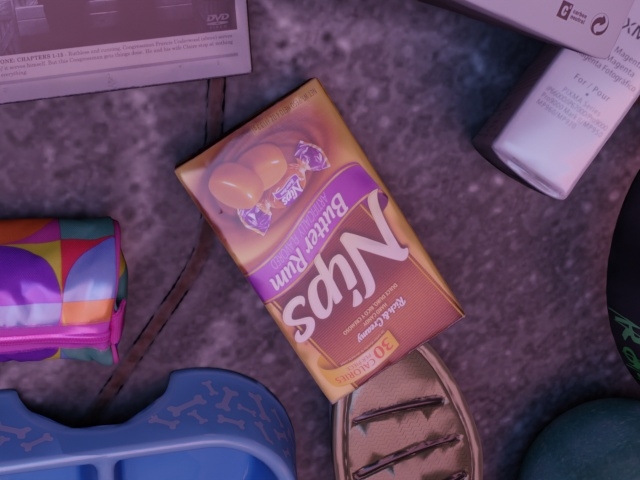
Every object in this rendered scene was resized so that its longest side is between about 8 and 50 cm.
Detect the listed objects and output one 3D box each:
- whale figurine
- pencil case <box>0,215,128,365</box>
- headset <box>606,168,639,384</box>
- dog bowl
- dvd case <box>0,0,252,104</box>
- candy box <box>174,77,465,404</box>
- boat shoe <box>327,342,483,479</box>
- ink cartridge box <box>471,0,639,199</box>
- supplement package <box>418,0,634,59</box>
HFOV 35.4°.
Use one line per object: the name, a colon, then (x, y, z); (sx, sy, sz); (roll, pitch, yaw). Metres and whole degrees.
whale figurine: (0.273, 0.199, 0.830); (0.272, 0.141, 0.216); (-2, 139, -39)
pencil case: (-0.235, 0.037, 0.607); (0.236, 0.104, 0.104); (-4, 113, -17)
headset: (0.377, -0.035, 0.720); (0.394, 0.185, 0.243); (-49, 118, -12)
dog bowl: (-0.152, 0.187, 0.709); (0.297, 0.074, 0.166); (-5, 113, -16)
dvd case: (-0.136, -0.204, 0.577); (0.179, 0.029, 0.238); (-10, 115, -14)
candy box: (0.000, 0.000, 0.662); (0.109, 0.053, 0.186); (-34, 101, -2)
boat shoe: (0.074, 0.202, 0.770); (0.113, 0.103, 0.302); (-18, 101, -5)
ink cartridge box: (0.184, -0.136, 0.616); (0.066, 0.189, 0.232); (39, 98, 0)
supplement package: (0.070, -0.262, 0.506); (0.199, 0.198, 0.262); (15, 104, -30)
